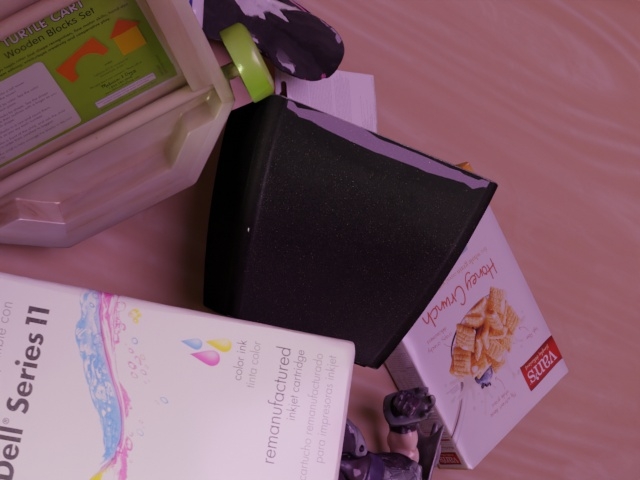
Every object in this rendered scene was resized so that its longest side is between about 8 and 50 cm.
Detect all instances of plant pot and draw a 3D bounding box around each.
[{"bbox_3d":[0.000,0.000,1.012,0.188,0.187,0.166,22,85,-14],"label":"plant pot"}]

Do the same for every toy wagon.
[{"bbox_3d":[-0.190,-0.130,0.823,0.267,0.068,0.344,-27,140,-1],"label":"toy wagon"}]

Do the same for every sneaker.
[{"bbox_3d":[-0.065,-0.195,1.089,0.178,0.077,0.072,35,100,-11],"label":"sneaker"}]

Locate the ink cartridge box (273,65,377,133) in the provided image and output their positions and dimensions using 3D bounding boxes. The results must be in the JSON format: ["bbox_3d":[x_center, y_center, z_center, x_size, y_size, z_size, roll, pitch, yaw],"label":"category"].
[{"bbox_3d":[-0.001,-0.122,1.144,0.115,0.029,0.062,2,81,-37],"label":"ink cartridge box"}]

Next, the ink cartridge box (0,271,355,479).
[{"bbox_3d":[-0.172,0.139,0.810,0.354,0.119,0.207,11,70,-10],"label":"ink cartridge box"}]

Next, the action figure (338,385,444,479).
[{"bbox_3d":[0.019,0.189,1.061,0.285,0.099,0.185,37,56,-31],"label":"action figure"}]

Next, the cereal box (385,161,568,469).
[{"bbox_3d":[0.127,0.070,1.198,0.173,0.047,0.240,-37,105,-36],"label":"cereal box"}]

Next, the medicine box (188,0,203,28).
[{"bbox_3d":[-0.225,-0.295,0.919,0.264,0.149,0.289,11,74,-37],"label":"medicine box"}]
